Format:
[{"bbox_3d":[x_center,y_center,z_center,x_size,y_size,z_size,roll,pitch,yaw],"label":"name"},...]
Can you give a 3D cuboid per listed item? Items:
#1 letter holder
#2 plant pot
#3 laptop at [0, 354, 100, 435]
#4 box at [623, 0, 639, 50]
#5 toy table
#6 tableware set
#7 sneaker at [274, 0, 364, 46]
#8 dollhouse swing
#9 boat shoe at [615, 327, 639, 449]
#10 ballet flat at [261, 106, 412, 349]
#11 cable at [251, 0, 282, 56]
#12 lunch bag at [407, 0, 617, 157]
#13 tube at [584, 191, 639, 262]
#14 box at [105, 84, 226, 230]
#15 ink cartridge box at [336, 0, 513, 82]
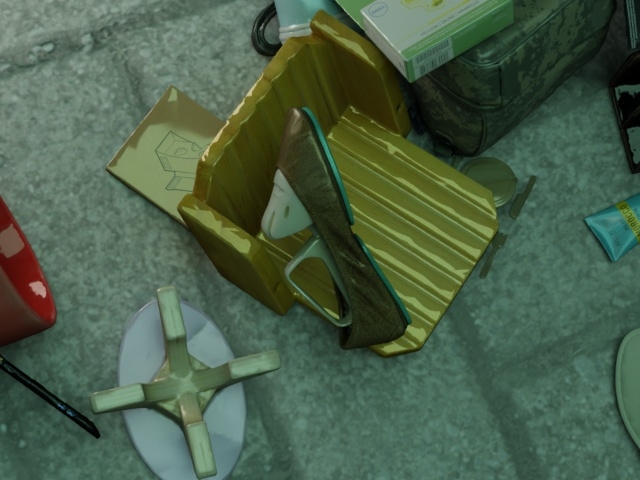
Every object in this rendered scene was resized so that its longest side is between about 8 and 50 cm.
[{"bbox_3d":[0.608,-0.223,1.833,0.301,0.214,0.152,-13,81,1],"label":"letter holder"},{"bbox_3d":[-0.515,0.052,1.617,0.243,0.275,0.275,-29,84,-2],"label":"plant pot"},{"bbox_3d":[-0.430,0.222,1.597,0.264,0.234,0.137,36,77,-1],"label":"laptop"},{"bbox_3d":[0.502,-0.406,1.782,0.142,0.247,0.163,-6,122,15],"label":"box"},{"bbox_3d":[-0.183,0.202,1.680,0.252,0.161,0.274,-24,82,-13],"label":"toy table"},{"bbox_3d":[0.226,-0.037,1.855,0.128,0.039,0.194,25,70,11],"label":"tableware set"},{"bbox_3d":[0.062,-0.423,1.826,0.319,0.127,0.208,-25,106,-20],"label":"sneaker"},{"bbox_3d":[0.052,-0.056,1.707,0.305,0.315,0.347,29,74,23],"label":"dollhouse swing"},{"bbox_3d":[0.532,0.281,1.828,0.099,0.116,0.320,0,65,-53],"label":"boat shoe"},{"bbox_3d":[0.000,0.000,1.601,0.124,0.116,0.342,-28,111,-6],"label":"ballet flat"},{"bbox_3d":[-0.023,-0.410,1.898,0.139,0.072,0.287,16,88,-23],"label":"cable"},{"bbox_3d":[0.270,-0.286,1.806,0.305,0.256,0.212,-40,56,-16],"label":"lunch bag"},{"bbox_3d":[0.513,-0.050,1.903,0.207,0.052,0.080,-30,75,-7],"label":"tube"},{"bbox_3d":[-0.185,-0.109,1.813,0.201,0.021,0.164,35,75,0],"label":"box"},{"bbox_3d":[0.127,-0.336,1.683,0.171,0.056,0.235,-31,56,-8],"label":"ink cartridge box"}]
